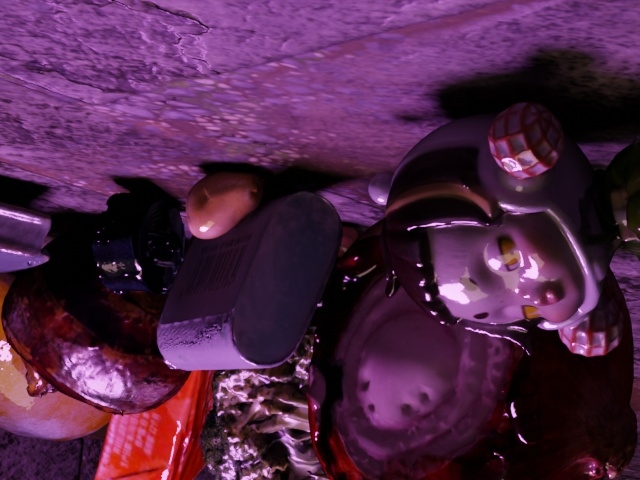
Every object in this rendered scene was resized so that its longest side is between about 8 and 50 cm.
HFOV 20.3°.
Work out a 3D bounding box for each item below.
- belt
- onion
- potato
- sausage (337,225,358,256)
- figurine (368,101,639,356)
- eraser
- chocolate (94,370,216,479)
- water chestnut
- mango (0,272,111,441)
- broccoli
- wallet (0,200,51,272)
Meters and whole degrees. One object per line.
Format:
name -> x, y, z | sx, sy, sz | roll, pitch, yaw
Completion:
belt -> -0.180, 0.004, 1.812 | 0.058, 0.105, 0.140 | 4, 178, 15
onion -> 0.143, 0.135, 1.679 | 0.341, 0.341, 0.341 | 7, 167, 2
potato -> -0.091, -0.037, 1.690 | 0.083, 0.068, 0.062 | -14, 123, 24
sausage -> 0.000, 0.000, 1.853 | 0.083, 0.034, 0.034 | 2, 166, 25
figurine -> 0.208, -0.023, 1.387 | 0.369, 0.167, 0.281 | -7, 138, 19
eraser -> -0.074, 0.045, 1.734 | 0.081, 0.174, 0.227 | 25, 167, -20
chocolate -> -0.178, 0.196, 2.222 | 0.108, 0.235, 0.237 | 19, -157, 9
water chestnut -> -0.250, 0.099, 2.013 | 0.223, 0.238, 0.224 | 27, -157, -12
mango -> -0.386, 0.151, 2.382 | 0.221, 0.199, 0.384 | 9, 156, 21
broccoli -> 0.020, 0.169, 1.935 | 0.283, 0.321, 0.304 | 21, -155, 25
wallet -> -0.469, -0.036, 1.865 | 0.360, 0.083, 0.252 | 13, 171, -26
